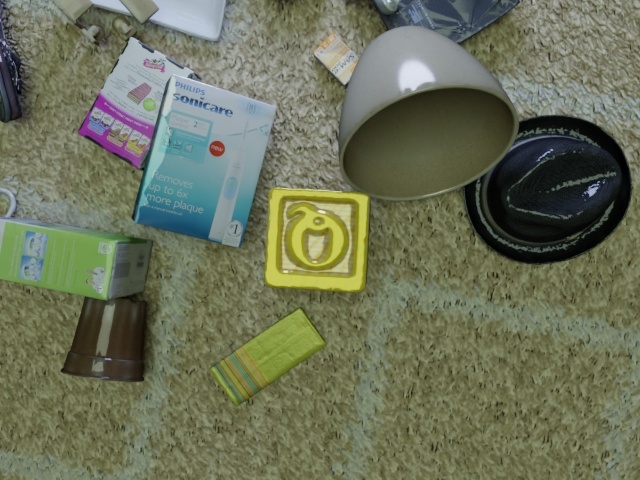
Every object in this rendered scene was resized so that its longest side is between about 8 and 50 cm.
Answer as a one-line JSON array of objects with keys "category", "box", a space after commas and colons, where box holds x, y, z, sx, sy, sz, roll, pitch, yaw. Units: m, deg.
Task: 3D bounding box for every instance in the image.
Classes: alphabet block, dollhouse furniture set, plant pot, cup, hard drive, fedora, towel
[{"category": "alphabet block", "box": [0.000, 0.000, 1.311, 0.193, 0.197, 0.192, 2, 90, 5]}, {"category": "dollhouse furniture set", "box": [-0.445, -0.488, 1.401, 0.151, 0.123, 0.144, -43, 107, -1]}, {"category": "plant pot", "box": [-0.435, 0.198, 1.374, 0.167, 0.167, 0.165, 7, 82, 5]}, {"category": "cup", "box": [0.177, -0.263, 1.264, 0.331, 0.331, 0.237, -14, 61, 5]}, {"category": "hard drive", "box": [0.256, -0.481, 1.363, 0.255, 0.054, 0.172, -30, 88, 5]}, {"category": "fedora", "box": [0.454, -0.104, 1.296, 0.334, 0.152, 0.334, 0, 89, 5]}, {"category": "towel", "box": [-0.111, 0.246, 1.410, 0.237, 0.021, 0.102, -35, 93, 3]}]

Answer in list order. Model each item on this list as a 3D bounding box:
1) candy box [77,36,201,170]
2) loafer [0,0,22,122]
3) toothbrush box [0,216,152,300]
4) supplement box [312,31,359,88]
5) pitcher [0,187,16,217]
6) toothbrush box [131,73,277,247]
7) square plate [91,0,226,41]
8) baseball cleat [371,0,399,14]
[{"category": "candy box", "box": [-0.381, -0.285, 1.407, 0.159, 0.071, 0.233, 31, 93, 4]}, {"category": "loafer", "box": [-0.685, -0.403, 1.422, 0.095, 0.109, 0.302, -20, 89, -39]}, {"category": "toothbrush box", "box": [-0.516, 0.032, 1.350, 0.283, 0.206, 0.122, 9, 91, 5]}, {"category": "supplement box", "box": [0.039, -0.376, 1.389, 0.062, 0.036, 0.098, -45, 87, 4]}, {"category": "pitcher", "box": [-0.743, -0.011, 1.421, 0.178, 0.125, 0.207, -6, 78, -10]}, {"category": "toothbrush box", "box": [-0.235, -0.154, 1.333, 0.216, 0.126, 0.295, 15, 90, -19]}, {"category": "square plate", "box": [-0.331, -0.631, 1.380, 0.344, 0.049, 0.347, 18, 108, 5]}, {"category": "baseball cleat", "box": [0.096, -0.504, 1.341, 0.109, 0.072, 0.206, -34, 46, 30]}]
